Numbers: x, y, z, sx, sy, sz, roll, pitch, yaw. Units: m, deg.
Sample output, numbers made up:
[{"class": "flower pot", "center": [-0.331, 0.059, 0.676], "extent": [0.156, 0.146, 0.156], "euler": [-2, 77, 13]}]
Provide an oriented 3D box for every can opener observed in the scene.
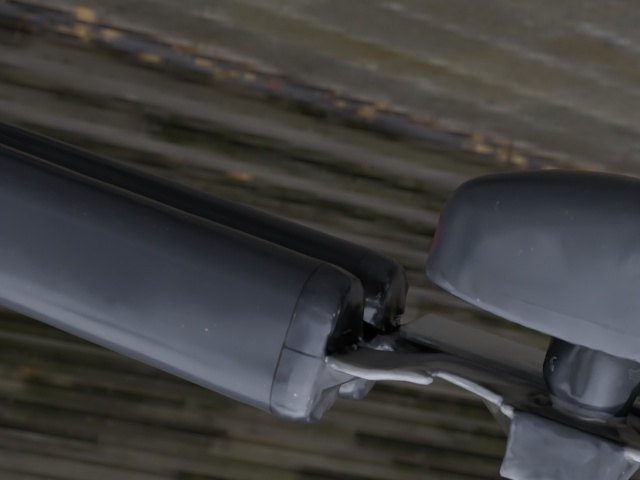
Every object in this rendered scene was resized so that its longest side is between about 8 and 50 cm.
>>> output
[{"class": "can opener", "center": [0.000, 0.000, 0.490], "extent": [0.283, 0.095, 0.076], "euler": [20, -169, 18]}]
